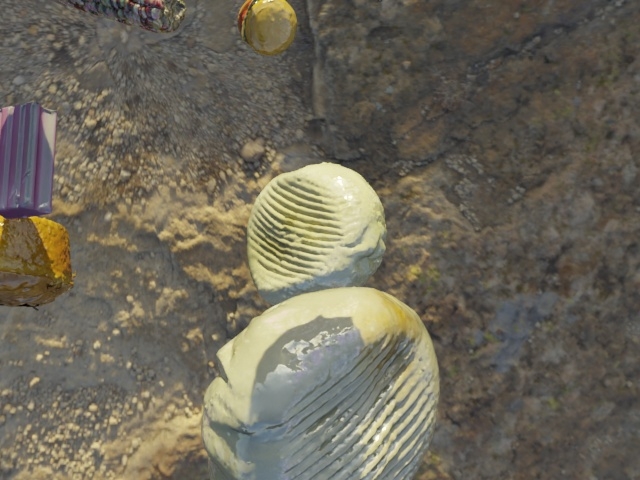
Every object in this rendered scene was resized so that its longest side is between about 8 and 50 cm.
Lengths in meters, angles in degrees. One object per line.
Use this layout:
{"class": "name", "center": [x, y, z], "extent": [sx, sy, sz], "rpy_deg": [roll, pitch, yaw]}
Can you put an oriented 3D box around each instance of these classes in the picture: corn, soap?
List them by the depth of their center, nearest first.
{"class": "corn", "center": [-0.354, -0.420, 1.144], "extent": [0.280, 0.092, 0.092], "rpy_deg": [19, 105, 23]}
{"class": "soap", "center": [-0.557, -0.147, 1.230], "extent": [0.122, 0.065, 0.203], "rpy_deg": [-4, 80, 25]}

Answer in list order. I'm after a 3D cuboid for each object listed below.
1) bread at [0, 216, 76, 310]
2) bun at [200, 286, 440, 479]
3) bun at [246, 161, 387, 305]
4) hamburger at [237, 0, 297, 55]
{"class": "bread", "center": [-0.728, 0.042, 1.435], "extent": [0.358, 0.337, 0.204], "rpy_deg": [1, 74, 0]}
{"class": "bun", "center": [-0.006, 0.226, 0.904], "extent": [0.365, 0.219, 0.365], "rpy_deg": [-16, 117, -36]}
{"class": "bun", "center": [0.000, 0.000, 1.514], "extent": [0.227, 0.349, 0.353], "rpy_deg": [13, 100, -45]}
{"class": "hamburger", "center": [-0.143, -0.578, 1.778], "extent": [0.162, 0.115, 0.162], "rpy_deg": [-16, 125, -25]}
